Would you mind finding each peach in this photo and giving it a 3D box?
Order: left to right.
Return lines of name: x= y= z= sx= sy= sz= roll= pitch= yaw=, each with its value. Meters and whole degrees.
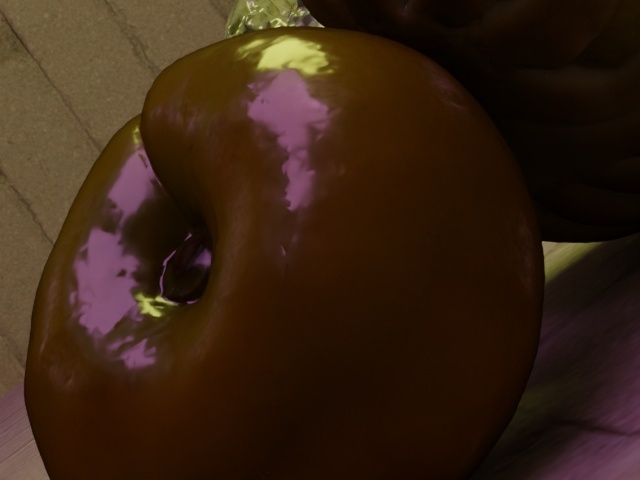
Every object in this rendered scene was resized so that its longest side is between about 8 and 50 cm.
peach: x=-0.023 y=0.024 z=0.680 sx=0.251 sy=0.153 sz=0.251 roll=-28 pitch=46 yaw=32

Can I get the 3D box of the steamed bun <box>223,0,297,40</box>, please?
steamed bun: x=0.043 y=-0.119 z=1.510 sx=0.272 sy=0.273 sz=0.290 roll=10 pitch=20 yaw=9

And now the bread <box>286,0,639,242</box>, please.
bread: x=0.093 y=-0.112 z=0.764 sx=0.160 sy=0.333 sz=0.333 roll=-54 pitch=14 yaw=-26
